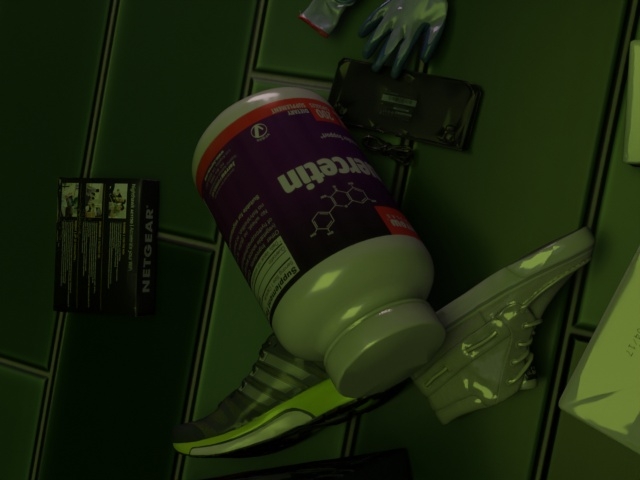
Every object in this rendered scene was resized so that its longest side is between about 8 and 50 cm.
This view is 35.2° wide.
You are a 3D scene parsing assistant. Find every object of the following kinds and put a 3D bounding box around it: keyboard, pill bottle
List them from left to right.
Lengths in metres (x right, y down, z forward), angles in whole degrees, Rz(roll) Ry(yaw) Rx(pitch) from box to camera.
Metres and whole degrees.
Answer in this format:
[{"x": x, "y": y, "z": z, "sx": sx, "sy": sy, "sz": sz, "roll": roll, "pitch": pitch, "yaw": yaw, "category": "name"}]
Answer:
[{"x": 0.000, "y": 0.000, "z": 1.076, "sx": 0.181, "sy": 0.181, "sz": 0.323, "roll": -42, "pitch": 59, "yaw": 18, "category": "pill bottle"}, {"x": 0.089, "y": -0.143, "z": 1.161, "sx": 0.180, "sy": 0.023, "sz": 0.108, "roll": 16, "pitch": 89, "yaw": 25, "category": "keyboard"}]

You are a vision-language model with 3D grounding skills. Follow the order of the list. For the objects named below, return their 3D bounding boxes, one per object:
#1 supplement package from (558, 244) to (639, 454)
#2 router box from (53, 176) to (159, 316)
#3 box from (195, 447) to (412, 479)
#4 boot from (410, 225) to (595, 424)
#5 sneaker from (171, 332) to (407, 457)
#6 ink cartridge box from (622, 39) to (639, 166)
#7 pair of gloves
[{"x": 0.352, "y": 0.098, "z": 0.885, "sx": 0.175, "sy": 0.293, "sz": 0.177, "roll": 29, "pitch": 101, "yaw": 23, "category": "supplement package"}, {"x": -0.280, "y": 0.008, "z": 1.312, "sx": 0.133, "sy": 0.046, "sz": 0.178, "roll": 3, "pitch": 90, "yaw": 24, "category": "router box"}, {"x": -0.090, "y": 0.348, "z": 1.056, "sx": 0.313, "sy": 0.343, "sz": 0.178, "roll": -13, "pitch": 83, "yaw": 23, "category": "box"}, {"x": 0.205, "y": 0.097, "z": 1.074, "sx": 0.258, "sy": 0.095, "sz": 0.123, "roll": -36, "pitch": 81, "yaw": 28, "category": "boot"}, {"x": -0.048, "y": 0.174, "z": 1.183, "sx": 0.300, "sy": 0.111, "sz": 0.121, "roll": -25, "pitch": 69, "yaw": 17, "category": "sneaker"}, {"x": 0.444, "y": -0.188, "z": 0.979, "sx": 0.275, "sy": 0.060, "sz": 0.238, "roll": 3, "pitch": 92, "yaw": 25, "category": "ink cartridge box"}, {"x": 0.067, "y": -0.287, "z": 1.166, "sx": 0.198, "sy": 0.023, "sz": 0.159, "roll": 35, "pitch": 95, "yaw": 21, "category": "pair of gloves"}]
